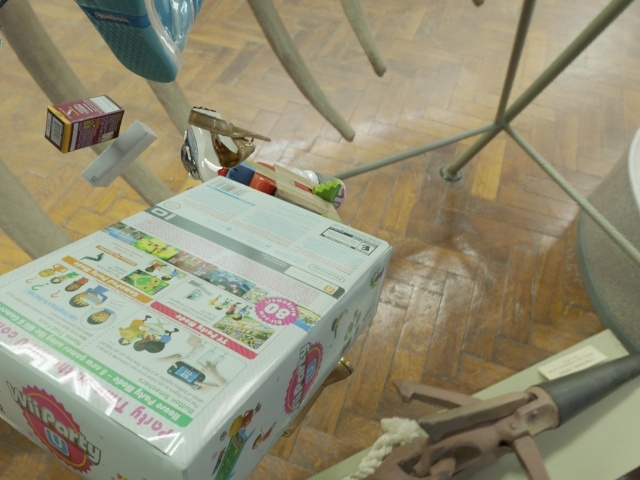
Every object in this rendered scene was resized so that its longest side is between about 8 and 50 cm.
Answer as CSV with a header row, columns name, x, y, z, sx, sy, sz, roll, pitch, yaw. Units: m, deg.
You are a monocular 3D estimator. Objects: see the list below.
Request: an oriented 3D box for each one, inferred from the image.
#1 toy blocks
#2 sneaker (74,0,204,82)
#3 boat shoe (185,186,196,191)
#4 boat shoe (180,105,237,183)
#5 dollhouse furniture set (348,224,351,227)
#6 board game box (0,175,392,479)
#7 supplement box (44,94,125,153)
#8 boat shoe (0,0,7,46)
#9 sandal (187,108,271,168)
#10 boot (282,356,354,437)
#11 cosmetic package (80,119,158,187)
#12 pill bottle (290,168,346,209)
name,x,y,z,sx,sy,sz,roll,pitch,yaw
toy blocks,-0.108,-0.094,1.080,0.261,0.190,0.381,24,16,-15
sneaker,-0.254,-0.396,0.683,0.127,0.319,0.208,17,75,0
boat shoe,-0.525,-0.088,1.849,0.095,0.095,0.257,39,93,-3
boat shoe,-0.302,-0.203,1.330,0.127,0.158,0.340,4,49,-30
dollhouse furniture set,0.000,0.000,1.897,0.212,0.160,0.242,7,44,8
board game box,-0.099,0.060,0.429,0.224,0.097,0.303,22,32,21
supplement box,-0.654,-0.327,1.347,0.081,0.104,0.188,40,38,8
boat shoe,-0.663,-0.431,0.945,0.116,0.099,0.319,6,76,43
sandal,-0.165,-0.165,0.843,0.088,0.240,0.079,21,99,13
boot,-0.027,0.493,1.527,0.089,0.236,0.269,44,59,0
cosmetic package,-0.623,-0.267,1.505,0.239,0.099,0.060,-43,93,2
pill bottle,-0.028,-0.244,2.307,0.283,0.161,0.161,11,43,-44
